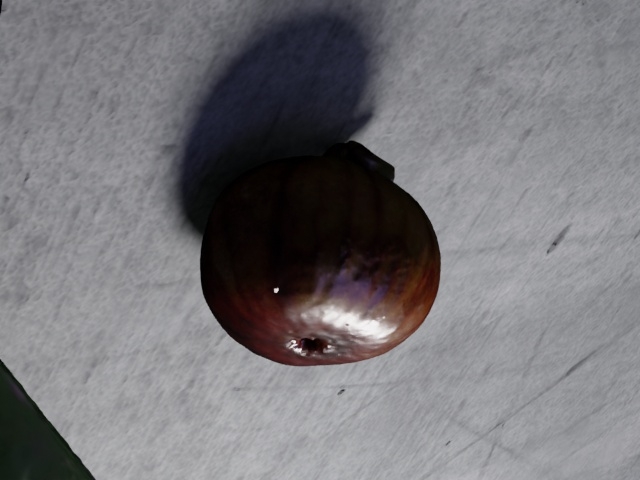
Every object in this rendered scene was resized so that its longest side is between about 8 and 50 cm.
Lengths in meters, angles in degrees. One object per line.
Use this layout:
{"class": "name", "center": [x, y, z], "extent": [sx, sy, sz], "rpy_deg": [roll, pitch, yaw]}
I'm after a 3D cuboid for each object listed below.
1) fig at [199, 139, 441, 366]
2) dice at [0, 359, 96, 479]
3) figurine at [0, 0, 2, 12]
{"class": "fig", "center": [-0.005, 0.016, 1.817], "extent": [0.235, 0.214, 0.235], "rpy_deg": [-18, 167, -4]}
{"class": "dice", "center": [-0.366, 0.217, 1.524], "extent": [0.322, 0.330, 0.318], "rpy_deg": [-37, 155, -8]}
{"class": "figurine", "center": [-0.321, -0.176, 1.271], "extent": [0.145, 0.145, 0.222], "rpy_deg": [-49, 160, 14]}
